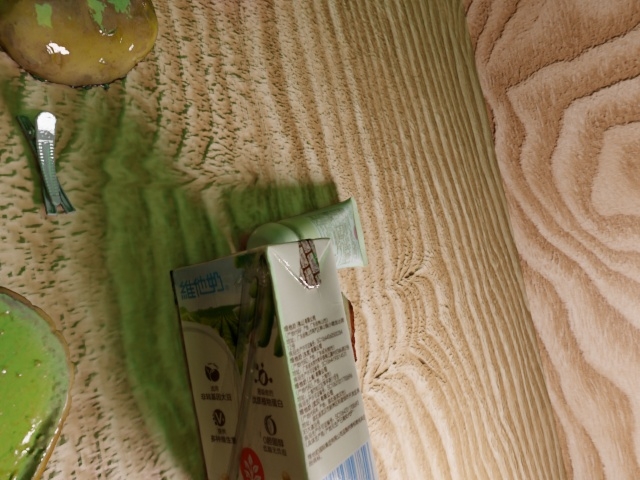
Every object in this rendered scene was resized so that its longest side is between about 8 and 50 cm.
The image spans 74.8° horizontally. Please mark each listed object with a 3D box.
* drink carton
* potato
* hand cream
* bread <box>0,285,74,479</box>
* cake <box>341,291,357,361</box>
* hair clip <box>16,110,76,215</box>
[{"bbox_3d":[-0.061,0.174,0.538,0.132,0.194,0.325,-8,86,-53],"label":"drink carton"},{"bbox_3d":[-0.277,-0.270,0.495,0.200,0.081,0.164,-45,116,-44],"label":"potato"},{"bbox_3d":[0.000,0.000,0.744,0.305,0.093,0.147,-13,91,-53],"label":"hand cream"},{"bbox_3d":[-0.320,0.140,0.333,0.236,0.070,0.236,20,64,-47],"label":"bread"},{"bbox_3d":[0.026,0.145,0.714,0.086,0.116,0.220,53,45,-17],"label":"cake"},{"bbox_3d":[-0.294,-0.085,0.454,0.030,0.039,0.115,-17,95,-46],"label":"hair clip"}]
